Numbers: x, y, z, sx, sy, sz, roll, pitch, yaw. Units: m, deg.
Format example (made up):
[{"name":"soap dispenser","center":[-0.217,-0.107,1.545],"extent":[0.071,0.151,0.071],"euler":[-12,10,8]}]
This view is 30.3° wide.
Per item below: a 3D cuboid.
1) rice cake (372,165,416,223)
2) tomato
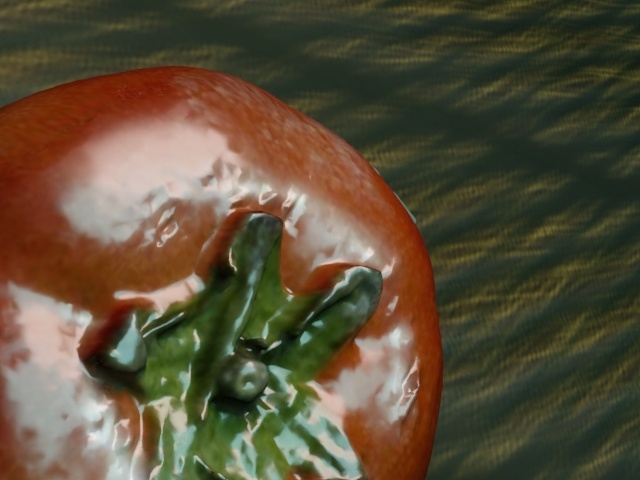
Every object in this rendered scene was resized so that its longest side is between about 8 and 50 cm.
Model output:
[{"name":"rice cake","center":[0.000,0.001,0.960],"extent":[0.080,0.042,0.222],"euler":[54,42,-1]},{"name":"tomato","center":[-0.097,0.080,0.648],"extent":[0.342,0.273,0.341],"euler":[6,77,-30]}]
